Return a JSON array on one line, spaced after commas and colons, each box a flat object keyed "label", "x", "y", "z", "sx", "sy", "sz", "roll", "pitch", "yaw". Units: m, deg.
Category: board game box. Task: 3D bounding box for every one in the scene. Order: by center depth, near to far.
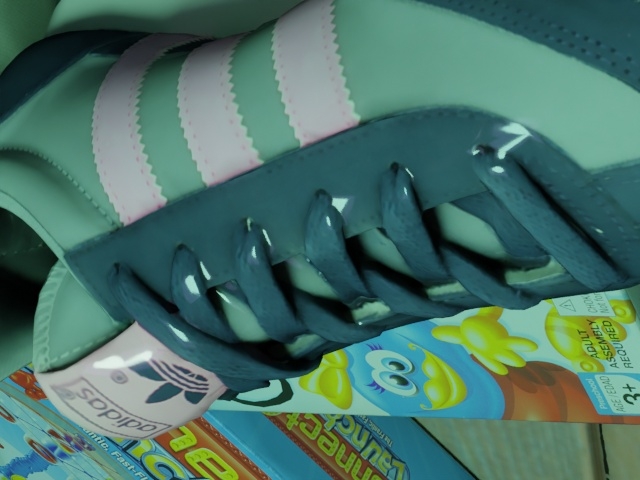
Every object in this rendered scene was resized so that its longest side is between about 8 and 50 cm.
[{"label": "board game box", "x": 0.018, "y": -0.026, "z": 0.656, "sx": 0.275, "sy": 0.144, "sz": 0.142, "roll": -2, "pitch": 133, "yaw": 37}, {"label": "board game box", "x": -0.114, "y": 0.111, "z": 0.952, "sx": 0.308, "sy": 0.086, "sz": 0.302, "roll": 44, "pitch": 142, "yaw": -16}]

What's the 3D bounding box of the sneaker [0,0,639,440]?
[{"label": "sneaker", "x": 0.000, "y": 0.000, "z": 0.407, "sx": 0.112, "sy": 0.131, "sz": 0.319, "roll": 42, "pitch": 158, "yaw": -28}]

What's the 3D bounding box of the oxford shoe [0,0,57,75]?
[{"label": "oxford shoe", "x": -0.141, "y": -0.025, "z": 0.569, "sx": 0.130, "sy": 0.449, "sz": 0.169, "roll": 8, "pitch": 162, "yaw": -13}]
